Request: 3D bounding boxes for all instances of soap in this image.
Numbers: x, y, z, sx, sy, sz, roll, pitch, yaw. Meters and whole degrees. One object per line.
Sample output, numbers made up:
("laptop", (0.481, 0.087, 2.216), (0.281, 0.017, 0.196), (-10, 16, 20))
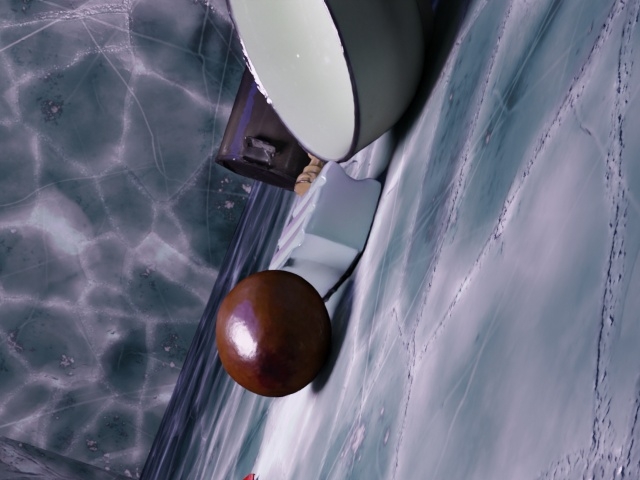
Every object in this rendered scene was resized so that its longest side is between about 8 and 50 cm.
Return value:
("soap", (0.000, 0.000, 1.683), (0.230, 0.091, 0.145), (130, 162, -70))

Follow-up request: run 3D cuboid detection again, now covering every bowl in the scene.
("bowl", (0.029, -0.297, 1.622), (0.185, 0.354, 0.354), (-26, -8, -19))

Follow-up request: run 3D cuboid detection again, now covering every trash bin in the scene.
("trash bin", (-0.075, -0.266, 2.457), (0.252, 0.202, 0.302), (61, -134, -76))

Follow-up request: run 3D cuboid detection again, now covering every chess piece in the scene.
("chess piece", (0.001, -0.157, 2.203), (0.060, 0.060, 0.172), (123, 167, -58))

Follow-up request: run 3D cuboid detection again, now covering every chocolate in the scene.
("chocolate", (-0.063, 0.127, 1.559), (0.177, 0.176, 0.177), (-160, 90, -82))

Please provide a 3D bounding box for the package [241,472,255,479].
("package", (-0.136, 0.413, 1.830), (0.200, 0.022, 0.083), (126, 161, -61))
